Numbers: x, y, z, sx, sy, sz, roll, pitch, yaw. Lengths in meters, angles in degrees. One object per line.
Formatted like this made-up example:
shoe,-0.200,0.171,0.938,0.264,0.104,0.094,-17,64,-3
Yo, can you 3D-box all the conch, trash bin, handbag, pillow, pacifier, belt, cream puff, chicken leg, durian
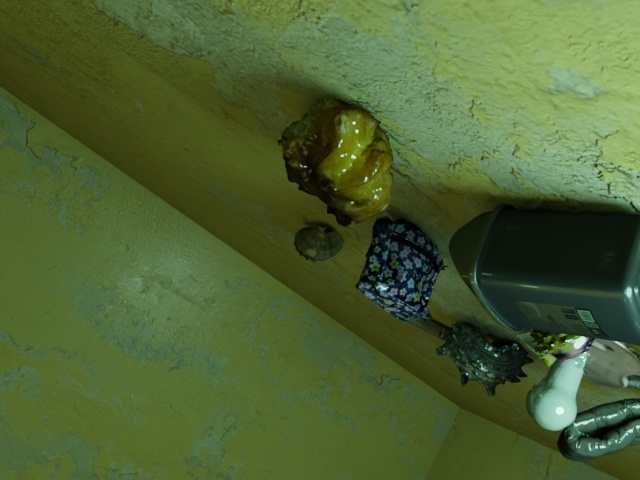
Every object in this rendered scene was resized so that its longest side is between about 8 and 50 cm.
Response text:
conch,0.000,0.000,1.539,0.155,0.130,0.207,3,152,-25
trash bin,0.368,0.052,0.744,0.290,0.182,0.209,3,147,51
handbag,0.187,0.064,1.103,0.229,0.207,0.127,33,152,-28
pillow,0.686,0.396,1.016,0.326,0.101,0.228,-20,145,12
pacifier,0.533,0.252,0.987,0.332,0.273,0.220,61,-174,-59
belt,0.411,0.323,1.785,0.232,0.053,0.071,26,172,23
conch,0.518,0.373,1.510,0.313,0.186,0.240,14,-168,2
cream puff,0.031,-0.149,0.841,0.241,0.154,0.269,35,173,11
chicken leg,0.056,-0.081,1.201,0.093,0.053,0.205,54,160,8
durian,0.432,0.144,0.829,0.108,0.186,0.119,-6,-123,-49

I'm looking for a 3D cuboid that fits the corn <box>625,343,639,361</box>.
corn,0.644,0.187,0.704,0.123,0.122,0.305,19,176,-36
